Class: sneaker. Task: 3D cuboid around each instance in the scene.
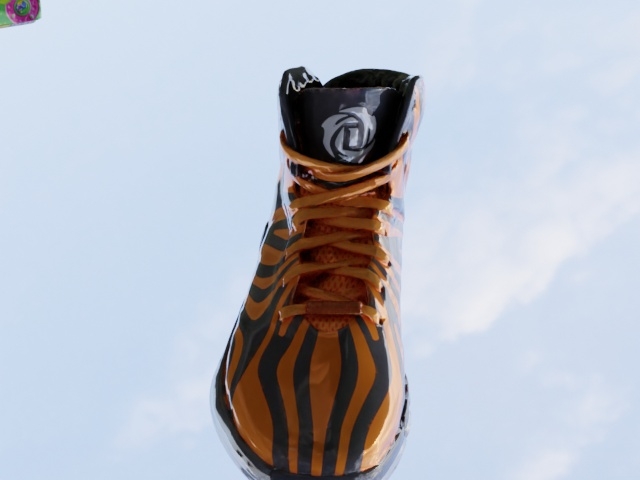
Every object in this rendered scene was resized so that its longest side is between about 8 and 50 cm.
[{"bbox_3d":[0.000,0.000,0.951,0.124,0.180,0.321,3,-143,-3],"label":"sneaker"}]

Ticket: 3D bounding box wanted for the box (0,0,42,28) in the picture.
[{"bbox_3d":[-0.314,-0.267,0.899,0.177,0.290,0.279,-15,-162,-33],"label":"box"}]
